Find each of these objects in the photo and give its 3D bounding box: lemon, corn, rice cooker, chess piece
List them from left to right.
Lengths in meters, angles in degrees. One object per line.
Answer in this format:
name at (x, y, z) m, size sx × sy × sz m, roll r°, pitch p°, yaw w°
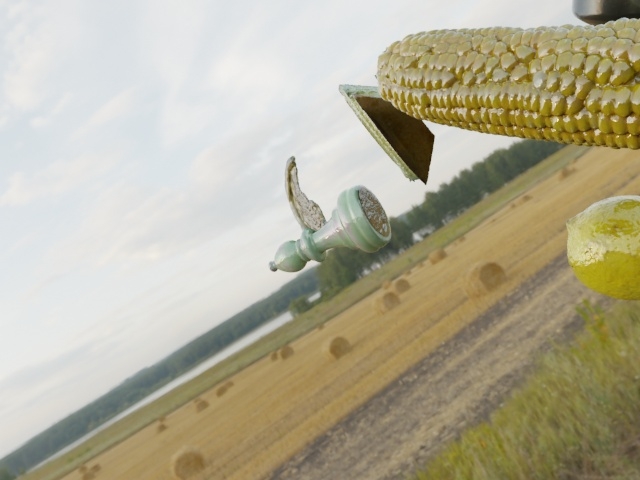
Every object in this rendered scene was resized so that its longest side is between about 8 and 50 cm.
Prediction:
chess piece at (0.000, 0.000, 1.305) m, size 0.272 × 0.139 × 0.139 m, roll -27°, pitch -1°, yaw 25°
corn at (0.176, -0.131, 0.536) m, size 0.313 × 0.101 × 0.102 m, roll 12°, pitch 30°, yaw 42°
lemon at (0.315, 0.007, 0.642) m, size 0.109 × 0.133 × 0.109 m, roll 14°, pitch -90°, yaw -80°
rice cooker at (0.361, -0.290, 0.703) m, size 0.165 × 0.106 × 0.112 m, roll -6°, pitch 27°, yaw -14°

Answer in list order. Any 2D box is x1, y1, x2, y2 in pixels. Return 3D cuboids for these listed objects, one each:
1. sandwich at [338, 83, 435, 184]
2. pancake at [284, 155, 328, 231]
sandwich at (0.147, -0.224, 1.235) m, size 0.096 × 0.258 × 0.094 m, roll -43°, pitch 32°, yaw 5°
pancake at (-0.032, -0.084, 1.384) m, size 0.020 × 0.184 × 0.190 m, roll -20°, pitch 35°, yaw -25°
